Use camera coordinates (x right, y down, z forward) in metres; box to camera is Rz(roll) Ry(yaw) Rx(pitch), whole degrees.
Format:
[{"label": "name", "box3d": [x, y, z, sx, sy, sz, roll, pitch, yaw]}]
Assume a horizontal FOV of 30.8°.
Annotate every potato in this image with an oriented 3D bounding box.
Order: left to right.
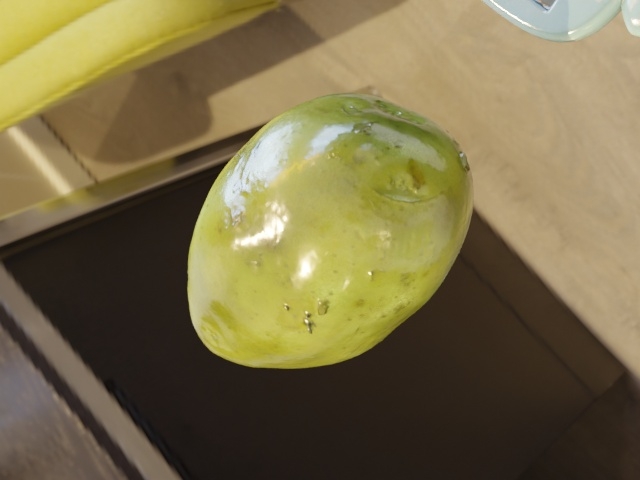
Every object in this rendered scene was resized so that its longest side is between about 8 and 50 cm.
[{"label": "potato", "box3d": [0.001, -0.002, 1.015, 0.216, 0.216, 0.304, 54, 141, 7]}]

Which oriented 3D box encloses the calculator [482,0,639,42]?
[{"label": "calculator", "box3d": [0.202, -0.283, 1.010, 0.303, 0.042, 0.188, 43, 114, 22]}]
